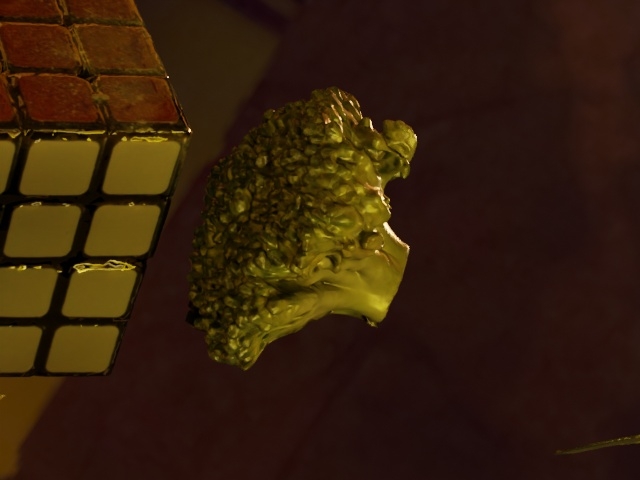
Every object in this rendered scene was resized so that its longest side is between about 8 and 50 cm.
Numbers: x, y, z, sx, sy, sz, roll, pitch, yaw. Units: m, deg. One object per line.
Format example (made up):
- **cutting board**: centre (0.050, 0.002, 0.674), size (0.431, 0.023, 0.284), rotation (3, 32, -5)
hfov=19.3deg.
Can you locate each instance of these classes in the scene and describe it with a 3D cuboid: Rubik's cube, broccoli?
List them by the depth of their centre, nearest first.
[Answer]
- **Rubik's cube**: centre (-0.361, -0.091, 1.882), size (0.343, 0.337, 0.344), rotation (1, -136, -24)
- **broccoli**: centre (0.000, 0.000, 1.894), size (0.245, 0.288, 0.248), rotation (27, -168, -21)

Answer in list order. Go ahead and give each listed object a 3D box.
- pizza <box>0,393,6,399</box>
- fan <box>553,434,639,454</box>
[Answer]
- **pizza**: centre (-0.391, 0.106, 1.597), size (0.034, 0.262, 0.181), rotation (-89, -17, -58)
- **fan**: centre (0.296, 0.200, 1.857), size (0.113, 0.005, 0.175), rotation (-15, 169, 25)
